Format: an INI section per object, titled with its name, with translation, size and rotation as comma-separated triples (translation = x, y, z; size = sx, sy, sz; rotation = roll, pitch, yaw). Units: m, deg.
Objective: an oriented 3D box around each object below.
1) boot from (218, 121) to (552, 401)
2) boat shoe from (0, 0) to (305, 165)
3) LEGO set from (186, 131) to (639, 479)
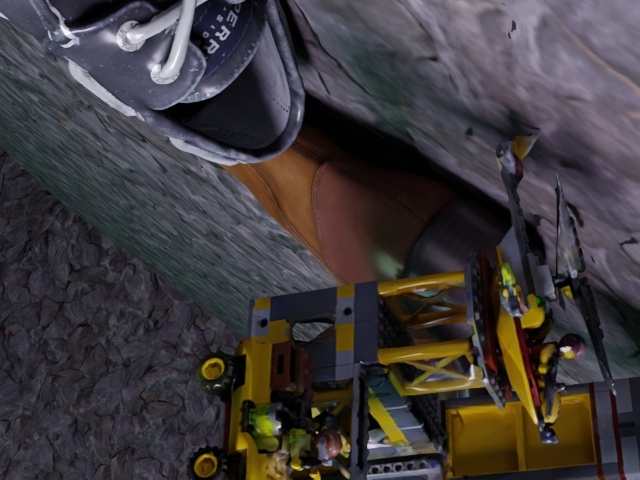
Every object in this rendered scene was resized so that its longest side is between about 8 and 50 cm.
[boot]
translation = 0.000, 0.000, 0.711
size = 0.280, 0.096, 0.264
rotation = 35, 171, 22
[boat shoe]
translation = -0.070, -0.101, 0.452
size = 0.102, 0.108, 0.301
rotation = 35, 173, 17
[LEGO set]
translation = 0.097, 0.142, 0.483
size = 0.192, 0.255, 0.331
rotation = -10, 139, 17
